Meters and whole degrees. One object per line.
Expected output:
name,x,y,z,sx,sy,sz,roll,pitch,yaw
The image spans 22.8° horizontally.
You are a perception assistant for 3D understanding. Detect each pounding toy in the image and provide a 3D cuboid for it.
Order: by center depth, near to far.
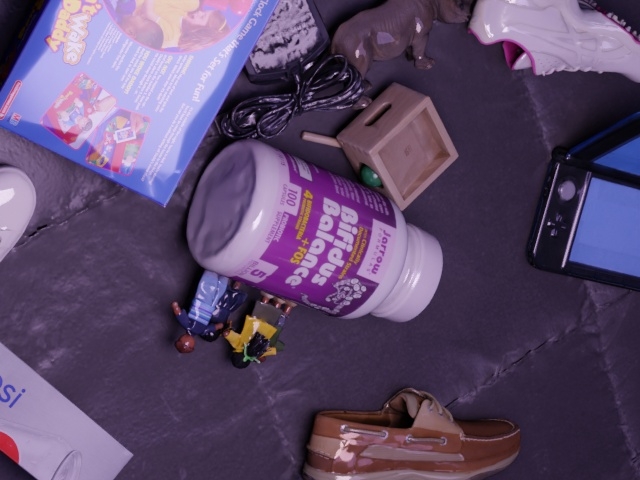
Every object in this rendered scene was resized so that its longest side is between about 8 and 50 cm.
pounding toy,0.076,-0.122,2.037,0.141,0.100,0.130,-44,130,-15

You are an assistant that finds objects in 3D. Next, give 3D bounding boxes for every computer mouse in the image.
computer mouse,-0.070,-0.267,1.919,0.188,0.072,0.272,-21,114,-7

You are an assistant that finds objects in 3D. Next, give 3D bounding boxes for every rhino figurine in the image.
rhino figurine,0.110,-0.271,2.023,0.243,0.073,0.106,-34,119,-21

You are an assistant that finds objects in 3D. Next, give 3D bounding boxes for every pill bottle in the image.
pill bottle,0.000,0.000,1.966,0.301,0.169,0.169,21,91,-32

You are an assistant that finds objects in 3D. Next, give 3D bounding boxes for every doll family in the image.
doll family,-0.111,0.104,1.988,0.193,0.076,0.111,26,92,-27

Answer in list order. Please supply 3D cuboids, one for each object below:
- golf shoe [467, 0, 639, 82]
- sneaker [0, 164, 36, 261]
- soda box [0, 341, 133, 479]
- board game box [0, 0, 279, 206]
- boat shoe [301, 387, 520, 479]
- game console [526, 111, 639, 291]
golf shoe,0.322,-0.273,2.138,0.306,0.115,0.140,27,103,-30
sneaker,-0.418,0.031,1.761,0.290,0.123,0.106,-43,117,-16
soda box,-0.356,0.195,1.852,0.098,0.091,0.286,-50,120,-11
board game box,-0.199,-0.244,1.795,0.233,0.078,0.347,27,98,-24
boat shoe,0.128,0.263,2.134,0.324,0.122,0.120,-5,101,-30
game console,0.472,-0.045,2.227,0.293,0.173,0.250,12,95,-31
